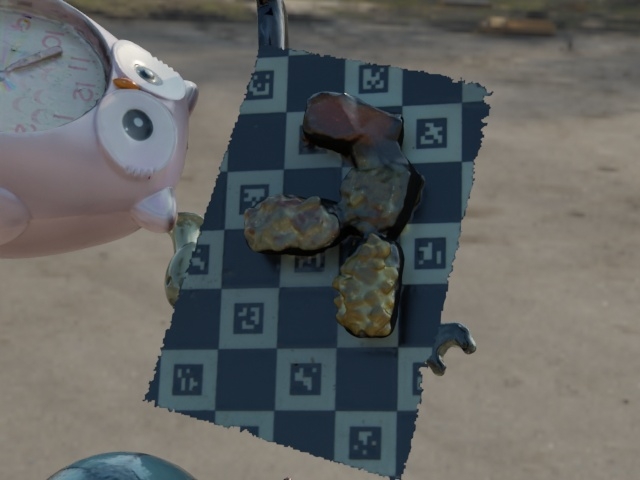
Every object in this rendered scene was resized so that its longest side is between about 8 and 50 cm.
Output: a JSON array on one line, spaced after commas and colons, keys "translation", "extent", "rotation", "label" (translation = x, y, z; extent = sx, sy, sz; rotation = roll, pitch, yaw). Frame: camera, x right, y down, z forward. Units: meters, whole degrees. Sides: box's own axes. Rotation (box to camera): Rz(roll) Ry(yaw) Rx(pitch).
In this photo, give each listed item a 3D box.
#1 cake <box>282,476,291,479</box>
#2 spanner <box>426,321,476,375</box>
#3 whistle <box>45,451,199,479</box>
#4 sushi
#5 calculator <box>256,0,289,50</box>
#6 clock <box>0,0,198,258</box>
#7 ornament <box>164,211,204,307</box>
[{"translation": [-0.138, 0.403, 1.641], "extent": [0.159, 0.262, 0.158], "rotation": [16, -25, 5], "label": "cake"}, {"translation": [0.046, 0.044, 1.280], "extent": [0.254, 0.054, 0.015], "rotation": [37, 5, 36], "label": "spanner"}, {"translation": [-0.122, 0.229, 0.853], "extent": [0.163, 0.163, 0.290], "rotation": [0, 30, -10], "label": "whistle"}, {"translation": [0.000, 0.000, 0.931], "extent": [0.192, 0.280, 0.043], "rotation": [14, -10, 17], "label": "sushi"}, {"translation": [-0.057, -0.211, 1.807], "extent": [0.040, 0.177, 0.268], "rotation": [-3, -23, 1], "label": "calculator"}, {"translation": [-0.350, -0.126, 1.673], "extent": [0.376, 0.250, 0.368], "rotation": [12, 46, -8], "label": "clock"}, {"translation": [-0.197, 0.035, 2.046], "extent": [0.074, 0.081, 0.156], "rotation": [14, 47, -22], "label": "ornament"}]
